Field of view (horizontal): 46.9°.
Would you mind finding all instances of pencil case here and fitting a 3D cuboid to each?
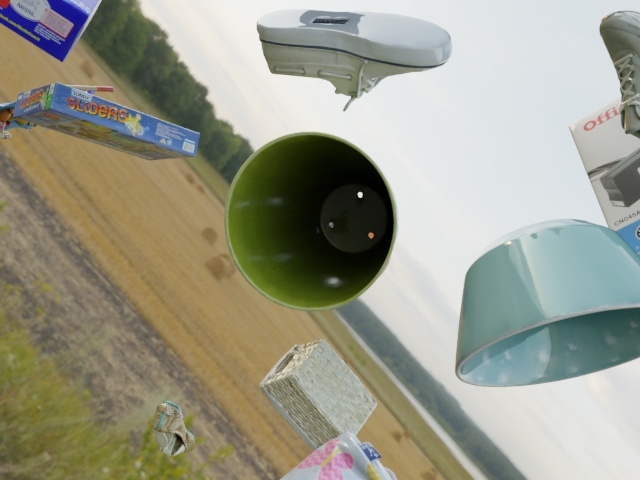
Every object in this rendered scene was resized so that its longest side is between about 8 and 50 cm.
[{"bbox_3d":[-0.029,0.351,0.875,0.124,0.273,0.113,49,-9,33],"label":"pencil case"}]

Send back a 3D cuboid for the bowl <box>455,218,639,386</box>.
[{"bbox_3d":[0.323,0.082,1.029,0.311,0.312,0.163,53,24,-60],"label":"bowl"}]

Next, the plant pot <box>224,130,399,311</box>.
[{"bbox_3d":[0.020,-0.036,1.256,0.275,0.275,0.293,48,14,9],"label":"plant pot"}]

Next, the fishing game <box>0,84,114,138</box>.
[{"bbox_3d":[-0.466,-0.192,1.165,0.189,0.264,0.041,-22,96,-68],"label":"fishing game"}]

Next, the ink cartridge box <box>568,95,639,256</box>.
[{"bbox_3d":[0.661,-0.114,1.350,0.166,0.285,0.395,37,35,-36],"label":"ink cartridge box"}]

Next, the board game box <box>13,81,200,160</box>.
[{"bbox_3d":[-0.281,-0.151,0.974,0.201,0.035,0.136,16,-8,-40],"label":"board game box"}]

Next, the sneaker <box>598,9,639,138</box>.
[{"bbox_3d":[0.506,-0.233,1.150,0.262,0.121,0.099,54,-8,-2],"label":"sneaker"}]

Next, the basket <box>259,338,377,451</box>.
[{"bbox_3d":[0.001,0.263,1.254,0.167,0.113,0.103,51,-42,-7],"label":"basket"}]

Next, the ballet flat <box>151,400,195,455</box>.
[{"bbox_3d":[-0.299,0.388,1.468,0.073,0.067,0.206,15,-34,16],"label":"ballet flat"}]

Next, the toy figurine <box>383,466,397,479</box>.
[{"bbox_3d":[0.054,0.496,1.288,0.209,0.148,0.213,29,33,-39],"label":"toy figurine"}]

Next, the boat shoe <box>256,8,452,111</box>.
[{"bbox_3d":[0.055,-0.306,1.297,0.367,0.136,0.156,12,-49,24],"label":"boat shoe"}]

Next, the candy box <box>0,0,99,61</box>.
[{"bbox_3d":[-0.557,-0.518,1.420,0.268,0.122,0.317,32,26,-24],"label":"candy box"}]

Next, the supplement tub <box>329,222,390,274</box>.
[{"bbox_3d":[0.000,0.000,1.608,0.193,0.193,0.316,49,-21,-29],"label":"supplement tub"}]
